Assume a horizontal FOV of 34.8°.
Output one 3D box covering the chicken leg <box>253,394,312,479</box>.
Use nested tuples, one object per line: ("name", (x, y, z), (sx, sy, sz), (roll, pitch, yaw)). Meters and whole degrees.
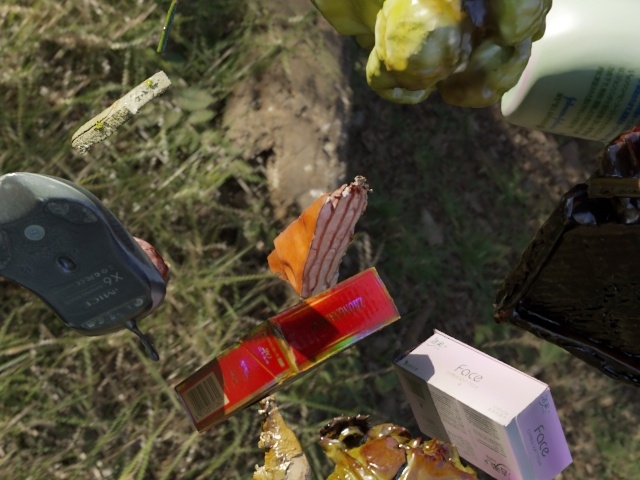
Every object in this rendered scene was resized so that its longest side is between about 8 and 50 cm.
("chicken leg", (-0.086, 0.403, 1.982), (0.085, 0.101, 0.207), (-8, 76, -59))

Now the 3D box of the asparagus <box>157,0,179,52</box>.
("asparagus", (-0.212, -0.356, 1.514), (0.016, 0.163, 0.016), (21, 8, -7))

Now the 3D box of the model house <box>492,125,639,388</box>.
("model house", (0.355, -0.007, 1.132), (0.317, 0.282, 0.297), (-41, 112, -44))

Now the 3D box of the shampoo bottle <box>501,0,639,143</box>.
("shampoo bottle", (0.400, -0.187, 1.193), (0.349, 0.222, 0.151), (11, 66, 0))

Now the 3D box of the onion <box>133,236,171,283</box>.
("onion", (-0.341, 0.060, 1.833), (0.195, 0.159, 0.159), (-13, 73, -45))

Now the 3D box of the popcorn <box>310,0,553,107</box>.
("popcorn", (0.106, -0.243, 0.918), (0.276, 0.225, 0.276), (14, 44, -14))

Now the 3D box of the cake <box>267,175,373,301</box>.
("cake", (0.006, -0.001, 1.633), (0.098, 0.287, 0.135), (-5, 60, -28))

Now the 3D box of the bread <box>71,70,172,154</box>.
("bread", (-0.226, -0.143, 1.150), (0.028, 0.154, 0.068), (53, 55, -13))

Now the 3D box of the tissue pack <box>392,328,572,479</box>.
("tissue pack", (0.226, 0.243, 1.449), (0.092, 0.246, 0.148), (-34, 120, -21))

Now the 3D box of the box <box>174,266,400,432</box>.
("box", (-0.054, 0.159, 1.449), (0.197, 0.313, 0.089), (-23, 81, -38))

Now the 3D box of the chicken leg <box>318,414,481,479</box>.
("chicken leg", (0.028, 0.325, 1.258), (0.361, 0.140, 0.211), (-7, 59, -11))

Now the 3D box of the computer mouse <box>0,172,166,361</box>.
("computer mouse", (-0.311, 0.037, 1.356), (0.090, 0.167, 0.379), (-102, 167, -48))
